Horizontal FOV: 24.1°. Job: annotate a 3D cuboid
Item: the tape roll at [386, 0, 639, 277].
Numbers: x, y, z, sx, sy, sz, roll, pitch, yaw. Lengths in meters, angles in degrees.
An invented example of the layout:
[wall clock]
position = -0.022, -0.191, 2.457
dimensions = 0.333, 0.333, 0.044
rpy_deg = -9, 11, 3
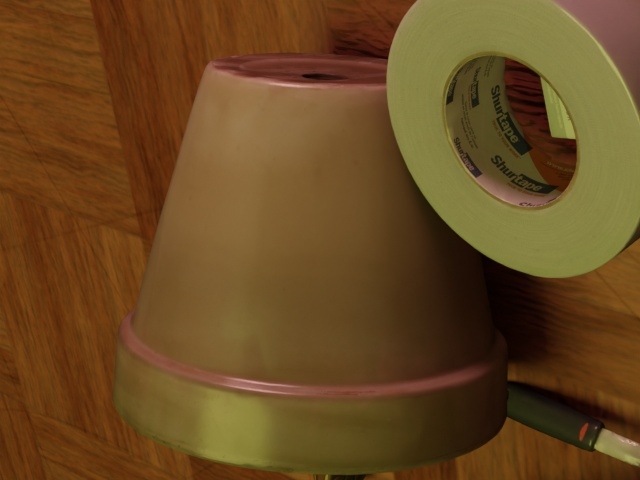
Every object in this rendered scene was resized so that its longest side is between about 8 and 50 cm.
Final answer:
[tape roll]
position = 0.150, -0.087, 1.026
dimensions = 0.219, 0.072, 0.219
rpy_deg = 29, 135, 33

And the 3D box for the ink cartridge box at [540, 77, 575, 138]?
[ink cartridge box]
position = 0.245, -0.125, 1.006
dimensions = 0.209, 0.062, 0.109
rpy_deg = 8, 121, 45

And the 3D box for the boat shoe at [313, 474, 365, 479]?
[boat shoe]
position = 0.017, 0.179, 1.470
dimensions = 0.060, 0.064, 0.178
rpy_deg = 31, 129, 38

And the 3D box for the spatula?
[spatula]
position = 0.248, 0.169, 1.210
dimensions = 0.296, 0.030, 0.084
rpy_deg = 22, 88, 45

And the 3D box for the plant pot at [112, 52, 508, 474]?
[plant pot]
position = 0.000, 0.000, 1.203
dimensions = 0.323, 0.323, 0.280
rpy_deg = 16, 109, 41
